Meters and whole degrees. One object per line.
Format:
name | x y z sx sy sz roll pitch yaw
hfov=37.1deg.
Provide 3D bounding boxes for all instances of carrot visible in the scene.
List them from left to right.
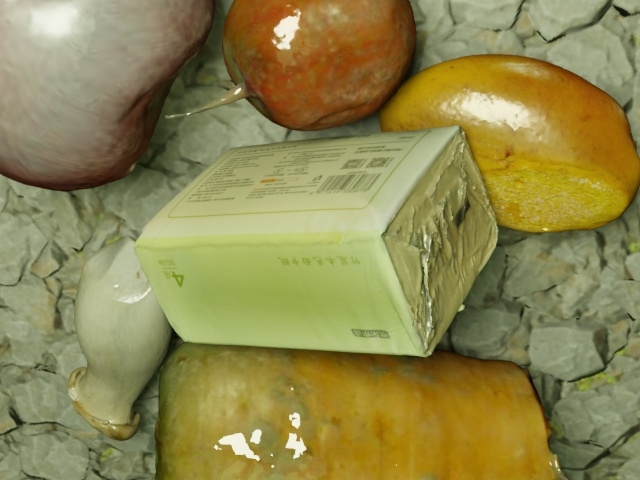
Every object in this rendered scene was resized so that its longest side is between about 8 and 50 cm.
carrot | 0.022 0.188 0.865 0.341 0.224 0.224 3 118 -7

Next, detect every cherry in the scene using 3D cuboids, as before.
cherry | -0.208 -0.161 0.697 0.239 0.206 0.239 2 131 3

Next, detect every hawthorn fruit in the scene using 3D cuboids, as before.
hawthorn fruit | -0.004 -0.139 0.715 0.149 0.189 0.149 20 154 10

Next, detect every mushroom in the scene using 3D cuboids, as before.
mushroom | -0.190 0.092 0.897 0.097 0.088 0.212 21 124 3

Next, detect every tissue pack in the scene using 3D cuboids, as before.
tissue pack | 0.000 0.000 0.750 0.234 0.159 0.125 -2 124 34

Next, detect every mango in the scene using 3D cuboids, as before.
mango | 0.153 -0.083 0.780 0.217 0.102 0.141 14 143 2
